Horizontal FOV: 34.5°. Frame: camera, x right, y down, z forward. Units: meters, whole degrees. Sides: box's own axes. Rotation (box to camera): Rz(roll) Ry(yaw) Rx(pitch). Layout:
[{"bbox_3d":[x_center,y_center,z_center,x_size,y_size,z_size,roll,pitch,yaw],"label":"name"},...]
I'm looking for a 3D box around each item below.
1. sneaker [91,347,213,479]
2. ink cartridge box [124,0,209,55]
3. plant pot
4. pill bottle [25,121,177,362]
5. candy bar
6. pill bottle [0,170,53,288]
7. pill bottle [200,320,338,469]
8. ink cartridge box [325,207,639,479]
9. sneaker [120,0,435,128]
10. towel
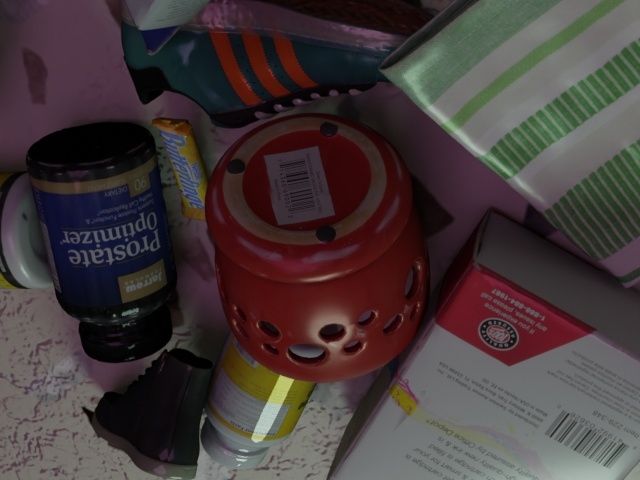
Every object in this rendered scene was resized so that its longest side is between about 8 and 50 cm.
[{"bbox_3d":[-0.170,0.165,1.082,0.083,0.222,0.118,17,87,-30],"label":"sneaker"},{"bbox_3d":[-0.145,-0.329,0.722,0.330,0.071,0.324,-26,88,55],"label":"ink cartridge box"},{"bbox_3d":[0.000,0.000,0.881,0.191,0.191,0.174,10,145,11],"label":"plant pot"},{"bbox_3d":[-0.207,0.004,1.011,0.122,0.123,0.219,1,117,16],"label":"pill bottle"},{"bbox_3d":[-0.126,-0.066,0.977,0.040,0.018,0.161,13,151,12],"label":"candy bar"},{"bbox_3d":[-0.370,-0.009,1.055,0.208,0.119,0.119,-1,115,17],"label":"pill bottle"},{"bbox_3d":[-0.060,0.144,1.050,0.103,0.103,0.184,26,120,2],"label":"pill bottle"},{"bbox_3d":[0.171,0.159,0.974,0.226,0.131,0.306,30,122,0],"label":"ink cartridge box"},{"bbox_3d":[-0.034,-0.156,0.897,0.302,0.108,0.121,11,119,20],"label":"sneaker"},{"bbox_3d":[0.245,-0.109,0.804,0.248,0.038,0.324,-37,123,26],"label":"towel"}]
